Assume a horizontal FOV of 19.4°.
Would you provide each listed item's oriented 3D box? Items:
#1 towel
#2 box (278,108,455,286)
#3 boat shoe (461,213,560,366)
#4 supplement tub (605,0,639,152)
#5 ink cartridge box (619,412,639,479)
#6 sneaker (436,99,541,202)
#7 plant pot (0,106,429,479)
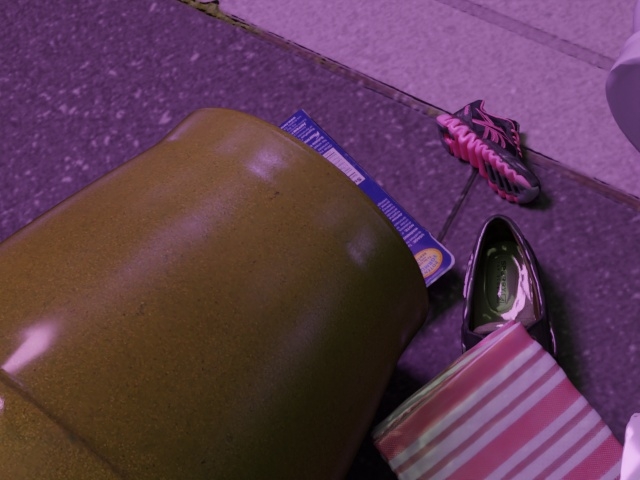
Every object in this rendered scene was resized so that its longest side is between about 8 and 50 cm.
[{"bbox_3d":[0.148,0.173,1.353,0.144,0.029,0.197,-38,80,-5],"label":"towel"},{"bbox_3d":[0.000,0.000,1.559,0.136,0.036,0.225,-39,53,-7],"label":"box"},{"bbox_3d":[0.142,0.081,1.427,0.080,0.073,0.224,-9,56,10],"label":"boat shoe"},{"bbox_3d":[0.381,-0.189,1.426,0.228,0.228,0.316,25,69,32],"label":"supplement tub"},{"bbox_3d":[0.248,0.217,1.223,0.082,0.191,0.140,2,58,21],"label":"ink cartridge box"},{"bbox_3d":[0.150,-0.079,1.557,0.057,0.047,0.119,-32,53,-17],"label":"sneaker"},{"bbox_3d":[-0.113,0.104,1.341,0.366,0.366,0.353,28,65,33],"label":"plant pot"}]
